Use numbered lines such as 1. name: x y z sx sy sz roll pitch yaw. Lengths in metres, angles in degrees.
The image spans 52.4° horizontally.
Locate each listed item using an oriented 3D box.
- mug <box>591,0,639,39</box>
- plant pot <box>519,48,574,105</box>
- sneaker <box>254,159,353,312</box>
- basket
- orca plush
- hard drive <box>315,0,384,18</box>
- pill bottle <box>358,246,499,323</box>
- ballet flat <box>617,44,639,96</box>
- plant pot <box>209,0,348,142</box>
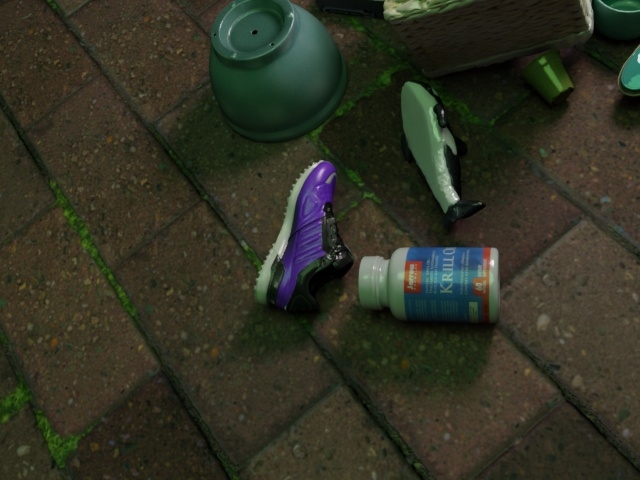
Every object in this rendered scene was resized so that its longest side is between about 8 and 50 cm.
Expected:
1. mug: 0.570 -0.452 1.220 0.130 0.097 0.157 -19 60 8
2. plant pot: 0.427 -0.296 1.206 0.083 0.083 0.079 -28 73 2
3. sneaker: 0.000 0.001 1.179 0.146 0.102 0.293 16 75 19
4. basket: 0.294 -0.516 1.169 0.331 0.266 0.328 -7 80 25
5. orca plush: 0.238 -0.169 1.184 0.102 0.151 0.287 -8 55 -22
6. hard drive: 0.152 -0.652 1.464 0.237 0.064 0.338 16 72 23
7. pill bottle: 0.180 0.072 1.068 0.222 0.124 0.124 -1 65 16
8. ballet flat: 0.625 -0.344 1.160 0.086 0.086 0.248 41 92 29
9. plant pot: -0.108 -0.376 1.331 0.293 0.196 0.293 -7 64 14
